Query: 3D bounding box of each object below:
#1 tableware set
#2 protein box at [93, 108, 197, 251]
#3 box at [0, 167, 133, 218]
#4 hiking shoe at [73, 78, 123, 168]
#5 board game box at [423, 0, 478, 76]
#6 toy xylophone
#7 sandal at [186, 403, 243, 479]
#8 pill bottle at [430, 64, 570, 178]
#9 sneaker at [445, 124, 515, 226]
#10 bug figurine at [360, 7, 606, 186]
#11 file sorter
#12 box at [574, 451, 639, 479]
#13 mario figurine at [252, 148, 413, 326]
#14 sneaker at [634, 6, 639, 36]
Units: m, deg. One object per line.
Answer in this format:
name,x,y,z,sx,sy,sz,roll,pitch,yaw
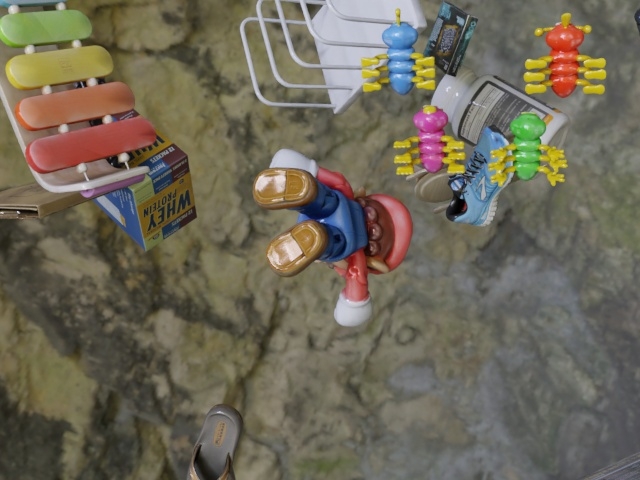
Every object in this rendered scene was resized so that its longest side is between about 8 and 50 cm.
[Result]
tableware set,0.225,-0.114,1.390,0.128,0.194,0.039,41,-149,-54
protein box,-0.372,-0.127,1.914,0.136,0.201,0.200,-37,-28,-25
box,-0.368,-0.065,1.302,0.201,0.164,0.021,-30,-64,-54
hiking shoe,-0.433,-0.206,1.713,0.086,0.114,0.227,-14,-84,-53
board game box,0.269,-0.423,1.981,0.186,0.026,0.126,-112,39,-65
toy xylophone,-0.340,-0.189,1.141,0.081,0.323,0.236,-21,10,36
sandal,-0.179,0.383,1.602,0.060,0.090,0.219,-61,-13,-71
pill bottle,0.391,-0.266,2.082,0.162,0.278,0.162,-44,-25,-27
sneaker,0.214,-0.083,1.300,0.063,0.073,0.162,-121,33,-46
bug figurine,0.191,-0.170,1.138,0.072,0.279,0.216,-69,-20,-59
file sorter,0.010,-0.361,1.561,0.277,0.173,0.193,-40,59,53
box,0.379,0.327,1.187,0.183,0.231,0.056,139,112,-73
mario figurine,0.000,0.000,1.264,0.320,0.170,0.198,16,-85,-64
sneaker,0.447,-0.272,1.137,0.121,0.079,0.217,-30,3,9
